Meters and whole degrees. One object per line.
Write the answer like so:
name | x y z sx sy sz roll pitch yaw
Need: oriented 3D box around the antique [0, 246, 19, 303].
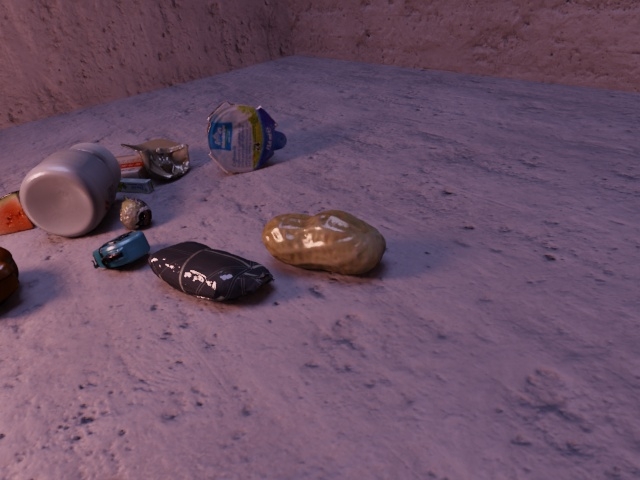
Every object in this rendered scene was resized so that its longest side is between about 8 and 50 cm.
antique | -0.893 0.106 1.254 0.278 0.129 0.223 5 32 22

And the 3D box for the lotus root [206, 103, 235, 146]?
lotus root | -0.401 -0.498 2.136 0.199 0.180 0.188 8 37 25

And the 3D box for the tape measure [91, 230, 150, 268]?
tape measure | -0.536 0.026 1.346 0.125 0.081 0.146 -9 21 37

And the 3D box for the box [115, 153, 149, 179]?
box | -0.854 -0.272 1.973 0.353 0.069 0.214 -7 30 6

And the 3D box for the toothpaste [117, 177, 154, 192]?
toothpaste | -0.696 -0.206 1.830 0.164 0.046 0.034 5 30 22

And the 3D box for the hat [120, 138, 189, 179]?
hat | -0.643 -0.318 1.928 0.244 0.149 0.214 8 20 41

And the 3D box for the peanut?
peanut | 0.000 0.000 1.193 0.313 0.152 0.152 5 32 27

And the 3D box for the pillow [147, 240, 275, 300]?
pillow | -0.269 0.070 1.190 0.335 0.093 0.161 14 33 32

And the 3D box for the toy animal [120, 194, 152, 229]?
toy animal | -0.582 -0.096 1.556 0.098 0.098 0.137 -13 49 -8

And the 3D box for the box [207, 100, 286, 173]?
box | -0.292 -0.408 1.906 0.291 0.262 0.206 -4 18 -14

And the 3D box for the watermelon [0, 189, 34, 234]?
watermelon | -1.029 -0.102 1.680 0.193 0.137 0.145 -48 27 17

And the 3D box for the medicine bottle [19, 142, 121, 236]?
medicine bottle | -0.794 -0.178 1.605 0.245 0.245 0.306 -8 30 0
